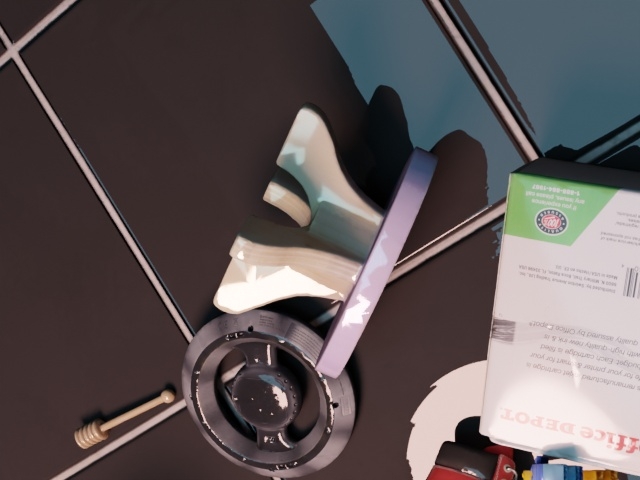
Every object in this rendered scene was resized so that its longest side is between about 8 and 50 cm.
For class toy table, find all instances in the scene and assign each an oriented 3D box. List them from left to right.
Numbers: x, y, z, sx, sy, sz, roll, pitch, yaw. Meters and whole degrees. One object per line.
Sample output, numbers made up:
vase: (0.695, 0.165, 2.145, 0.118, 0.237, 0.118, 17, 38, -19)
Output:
toy table: (0.000, 0.000, 1.237, 0.161, 0.252, 0.274, 25, 100, -1)

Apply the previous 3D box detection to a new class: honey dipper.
honey dipper: (-0.256, 0.230, 1.504, 0.160, 0.030, 0.030, -29, 90, 22)

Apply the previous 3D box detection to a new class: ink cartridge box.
ink cartridge box: (0.292, 0.076, 1.182, 0.211, 0.121, 0.289, 11, 106, 20)

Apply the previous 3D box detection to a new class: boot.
boot: (0.213, 0.328, 1.260, 0.244, 0.088, 0.176, 30, 71, 19)

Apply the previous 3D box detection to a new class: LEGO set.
LEGO set: (0.250, 0.277, 1.221, 0.093, 0.227, 0.087, -8, 73, 36)

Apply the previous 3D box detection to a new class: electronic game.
electronic game: (-0.065, 0.188, 1.400, 0.229, 0.048, 0.229, 7, 112, 18)
